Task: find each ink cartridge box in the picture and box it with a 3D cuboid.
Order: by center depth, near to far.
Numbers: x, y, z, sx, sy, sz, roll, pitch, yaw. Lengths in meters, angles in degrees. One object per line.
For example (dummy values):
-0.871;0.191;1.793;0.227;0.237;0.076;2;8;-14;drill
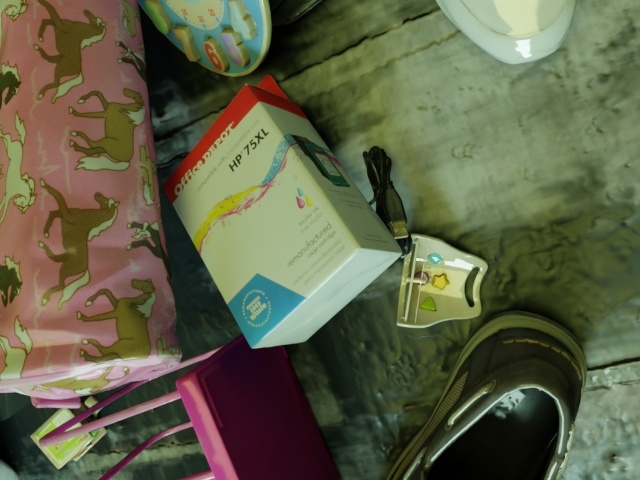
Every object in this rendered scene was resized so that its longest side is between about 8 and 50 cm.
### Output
-0.051;-0.038;0.535;0.134;0.078;0.231;-45;64;23;ink cartridge box

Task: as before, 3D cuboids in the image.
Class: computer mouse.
0.000;0.000;0.574;0.193;0.042;0.106;-29;68;28;computer mouse

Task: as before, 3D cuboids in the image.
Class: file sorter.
-0.096;0.256;0.561;0.182;0.202;0.290;-23;90;13;file sorter

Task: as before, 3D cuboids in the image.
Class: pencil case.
-0.222;-0.053;0.531;0.160;0.167;0.386;-8;76;-14;pencil case

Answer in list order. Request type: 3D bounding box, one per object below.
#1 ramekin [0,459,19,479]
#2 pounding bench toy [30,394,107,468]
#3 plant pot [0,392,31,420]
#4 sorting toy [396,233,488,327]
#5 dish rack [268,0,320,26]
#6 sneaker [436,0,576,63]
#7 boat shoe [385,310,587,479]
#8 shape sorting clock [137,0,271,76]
-0.518;0.349;0.739;0.277;0.135;0.277;-2;140;-2;ramekin
-0.292;0.225;0.734;0.083;0.065;0.052;-44;83;-8;pounding bench toy
-0.349;0.080;0.663;0.188;0.188;0.166;25;121;14;plant pot
0.112;0.039;0.547;0.075;0.045;0.083;9;94;6;sorting toy
-0.064;-0.334;0.514;0.208;0.074;0.271;-36;88;25;dish rack
0.105;-0.275;0.419;0.114;0.152;0.305;-14;98;21;sneaker
0.121;0.232;0.534;0.132;0.130;0.355;20;108;16;boat shoe
-0.122;-0.231;0.514;0.206;0.040;0.206;36;152;23;shape sorting clock
